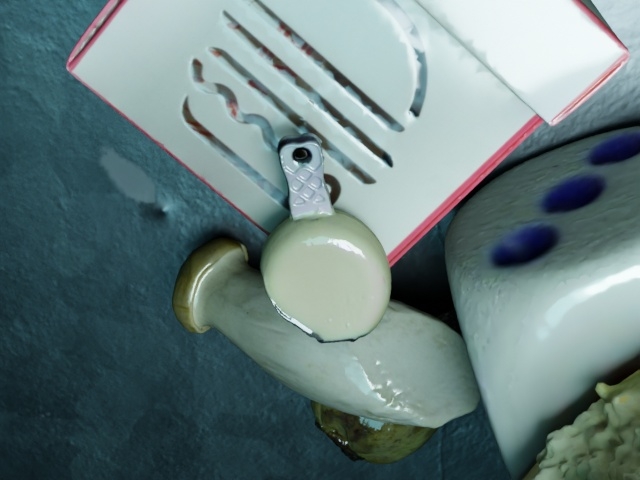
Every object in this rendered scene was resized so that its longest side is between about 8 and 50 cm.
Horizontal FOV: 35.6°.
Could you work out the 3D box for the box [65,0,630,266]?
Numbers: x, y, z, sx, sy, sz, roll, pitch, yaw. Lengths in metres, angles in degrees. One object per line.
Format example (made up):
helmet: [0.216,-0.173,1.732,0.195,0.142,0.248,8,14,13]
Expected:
box: [0.024,-0.194,0.849,0.314,0.312,0.300,40,113,-13]

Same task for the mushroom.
mushroom: [-0.003,0.095,1.017,0.350,0.128,0.128,23,117,28]

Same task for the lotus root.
lotus root: [0.085,0.158,1.099,0.214,0.138,0.138,-41,105,15]

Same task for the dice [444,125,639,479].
dice: [0.285,0.088,0.954,0.277,0.304,0.304,-22,110,12]

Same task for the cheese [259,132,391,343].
cheese: [-0.006,0.003,0.752,0.092,0.047,0.171,-25,115,14]

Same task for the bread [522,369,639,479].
bread: [0.271,0.234,0.749,0.270,0.211,0.316,25,121,-15]
